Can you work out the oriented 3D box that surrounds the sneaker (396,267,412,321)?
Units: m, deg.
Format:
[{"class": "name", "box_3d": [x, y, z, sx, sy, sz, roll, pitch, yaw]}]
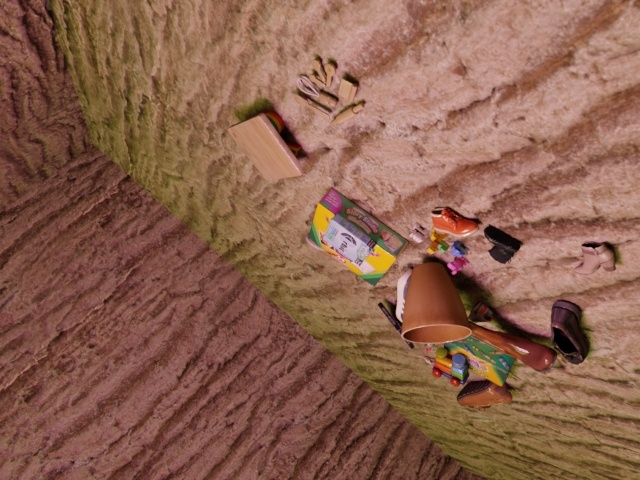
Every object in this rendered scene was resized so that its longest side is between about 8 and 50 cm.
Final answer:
[{"class": "sneaker", "box_3d": [0.408, 0.269, 1.802, 0.148, 0.131, 0.350, 29, 154, 32]}]

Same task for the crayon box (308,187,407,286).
[{"class": "crayon box", "box_3d": [0.136, -0.003, 1.757, 0.363, 0.106, 0.313, 36, 155, 9]}]

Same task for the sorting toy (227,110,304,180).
[{"class": "sorting toy", "box_3d": [-0.188, -0.361, 1.629, 0.255, 0.089, 0.257, 2, 136, 53]}]

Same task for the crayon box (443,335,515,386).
[{"class": "crayon box", "box_3d": [0.679, 0.501, 1.873, 0.279, 0.081, 0.165, 25, 152, 29]}]

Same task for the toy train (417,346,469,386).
[{"class": "toy train", "box_3d": [0.531, 0.527, 1.917, 0.248, 0.105, 0.143, 20, 139, 37]}]

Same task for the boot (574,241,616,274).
[{"class": "boot", "box_3d": [0.703, 0.044, 1.125, 0.087, 0.042, 0.118, 53, 152, -12]}]

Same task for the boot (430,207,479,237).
[{"class": "boot", "box_3d": [0.411, -0.059, 1.338, 0.158, 0.059, 0.084, 11, 138, 48]}]

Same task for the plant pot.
[{"class": "plant pot", "box_3d": [0.402, 0.216, 1.550, 0.237, 0.254, 0.237, 1, 153, 0]}]

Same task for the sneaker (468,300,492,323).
[{"class": "sneaker", "box_3d": [0.611, 0.297, 1.651, 0.075, 0.057, 0.161, 34, 153, 27]}]

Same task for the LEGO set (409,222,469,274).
[{"class": "LEGO set", "box_3d": [0.400, 0.028, 1.452, 0.227, 0.093, 0.087, 37, 155, 6]}]

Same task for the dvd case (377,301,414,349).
[{"class": "dvd case", "box_3d": [0.368, 0.415, 2.099, 0.179, 0.030, 0.238, 53, 180, 43]}]

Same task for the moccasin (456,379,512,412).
[{"class": "moccasin", "box_3d": [0.794, 0.762, 2.108, 0.147, 0.139, 0.380, 45, 147, 10]}]

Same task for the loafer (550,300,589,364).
[{"class": "loafer", "box_3d": [0.788, 0.319, 1.394, 0.109, 0.095, 0.302, 12, 144, 46]}]

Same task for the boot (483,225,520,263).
[{"class": "boot", "box_3d": [0.535, 0.017, 1.307, 0.121, 0.045, 0.099, 33, 158, 14]}]

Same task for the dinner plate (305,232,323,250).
[{"class": "dinner plate", "box_3d": [0.000, 0.000, 1.951, 0.141, 0.141, 0.017, 34, 117, 12]}]

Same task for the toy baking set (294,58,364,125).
[{"class": "toy baking set", "box_3d": [0.021, -0.434, 1.290, 0.196, 0.030, 0.256, 49, 154, -12]}]

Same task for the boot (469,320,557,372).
[{"class": "boot", "box_3d": [0.652, 0.347, 1.531, 0.281, 0.096, 0.264, 27, -178, -3]}]

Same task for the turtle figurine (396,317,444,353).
[{"class": "turtle figurine", "box_3d": [0.467, 0.426, 2.014, 0.234, 0.118, 0.175, 32, 150, 35]}]

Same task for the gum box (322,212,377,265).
[{"class": "gum box", "box_3d": [0.107, 0.000, 1.635, 0.184, 0.041, 0.157, 37, 151, 6]}]
